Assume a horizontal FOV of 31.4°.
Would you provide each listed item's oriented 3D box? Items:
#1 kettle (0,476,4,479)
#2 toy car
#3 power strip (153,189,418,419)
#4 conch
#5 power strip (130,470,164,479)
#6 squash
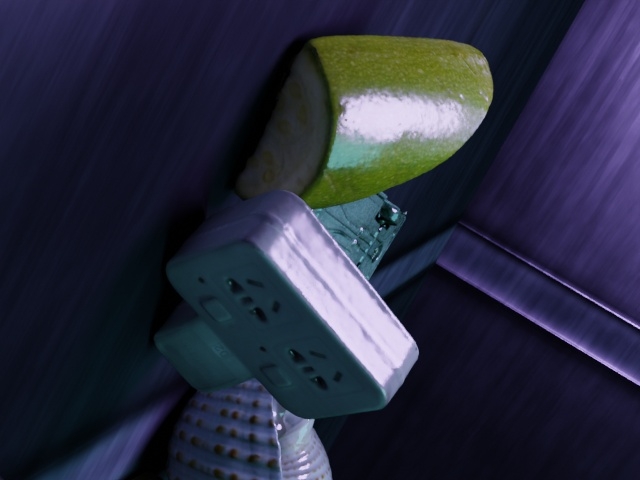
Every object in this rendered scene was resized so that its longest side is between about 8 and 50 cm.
[{"bbox_3d":[-0.300,0.265,0.805,0.236,0.161,0.221,-49,134,-42],"label":"kettle"},{"bbox_3d":[0.010,-0.022,1.425,0.141,0.097,0.320,-58,154,-1],"label":"toy car"},{"bbox_3d":[-0.046,0.067,1.174,0.261,0.229,0.141,-19,-154,50],"label":"power strip"},{"bbox_3d":[-0.103,0.291,1.515,0.303,0.215,0.319,-42,123,-83],"label":"conch"},{"bbox_3d":[-0.259,0.339,1.399,0.064,0.044,0.305,-59,170,6],"label":"power strip"},{"bbox_3d":[0.072,-0.109,1.221,0.288,0.111,0.203,-5,130,-48],"label":"squash"}]
